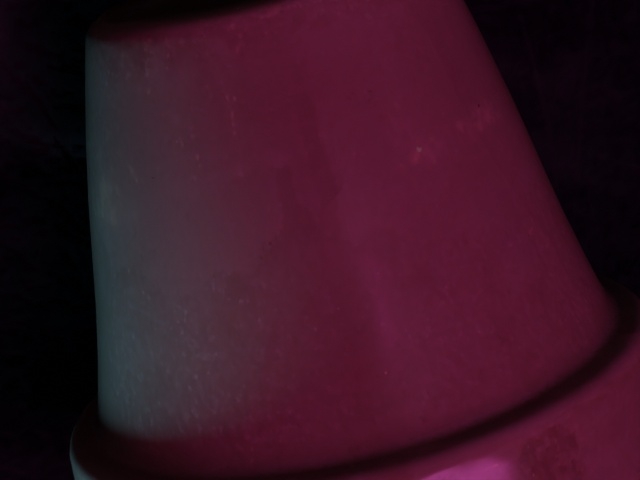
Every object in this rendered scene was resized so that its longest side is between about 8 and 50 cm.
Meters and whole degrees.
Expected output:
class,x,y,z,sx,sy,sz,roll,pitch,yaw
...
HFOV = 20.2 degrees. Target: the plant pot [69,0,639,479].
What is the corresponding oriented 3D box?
class,x,y,z,sx,sy,sz,roll,pitch,yaw
plant pot,0.000,0.000,0.762,0.263,0.263,0.229,-21,108,-21
